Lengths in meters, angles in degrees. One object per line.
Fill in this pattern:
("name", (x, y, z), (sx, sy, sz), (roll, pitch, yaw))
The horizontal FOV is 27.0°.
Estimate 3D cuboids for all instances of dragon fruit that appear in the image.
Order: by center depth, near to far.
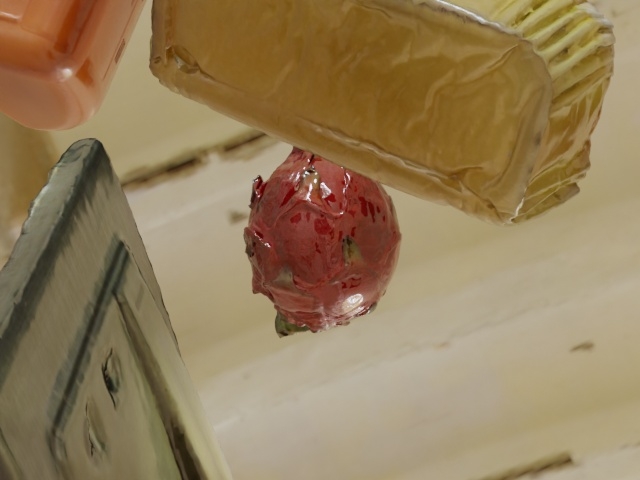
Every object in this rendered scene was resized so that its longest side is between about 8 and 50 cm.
("dragon fruit", (0.000, 0.000, 1.385), (0.172, 0.172, 0.209), (-161, -110, -75))

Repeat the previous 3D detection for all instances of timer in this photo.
("timer", (-0.218, -0.233, 1.142), (0.161, 0.257, 0.250), (21, -7, 7))

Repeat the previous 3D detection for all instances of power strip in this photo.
("power strip", (-0.112, 0.114, 0.615), (0.251, 0.092, 0.257), (-75, 151, -64))

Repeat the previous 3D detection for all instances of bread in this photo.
("bread", (0.028, -0.114, 0.805), (0.288, 0.119, 0.152), (23, -57, 18))
